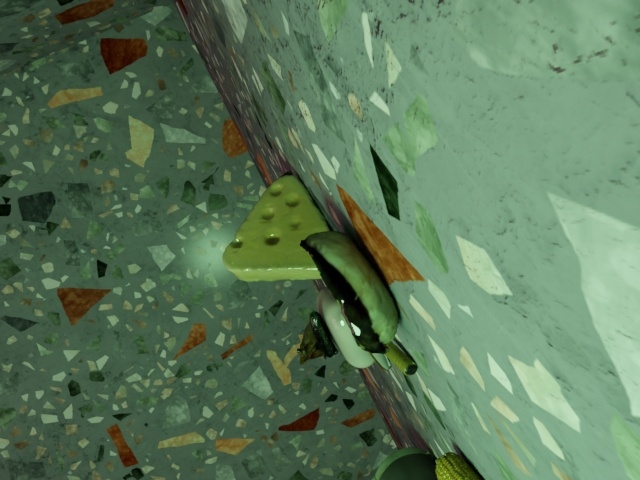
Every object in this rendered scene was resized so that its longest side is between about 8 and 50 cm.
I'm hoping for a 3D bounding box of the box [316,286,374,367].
[{"bbox_3d":[0.099,0.337,1.717,0.288,0.141,0.349,63,173,-12],"label":"box"}]

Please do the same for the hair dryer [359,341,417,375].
[{"bbox_3d":[0.180,0.287,1.233,0.279,0.090,0.135,36,151,62],"label":"hair dryer"}]

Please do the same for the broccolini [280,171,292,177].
[{"bbox_3d":[-0.110,-0.210,1.661,0.194,0.054,0.052,61,-152,-62],"label":"broccolini"}]

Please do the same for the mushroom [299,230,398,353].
[{"bbox_3d":[0.083,0.105,1.063,0.344,0.130,0.247,60,-171,32],"label":"mushroom"}]

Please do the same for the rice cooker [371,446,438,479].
[{"bbox_3d":[0.356,0.962,1.623,0.288,0.288,0.277,65,171,-20],"label":"rice cooker"}]

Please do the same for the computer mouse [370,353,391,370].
[{"bbox_3d":[0.171,0.330,1.454,0.245,0.056,0.126,63,-173,-16],"label":"computer mouse"}]

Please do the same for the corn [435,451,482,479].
[{"bbox_3d":[0.364,0.613,1.031,0.091,0.091,0.260,28,-179,-14],"label":"corn"}]

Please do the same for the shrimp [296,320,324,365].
[{"bbox_3d":[-0.028,0.415,1.729,0.154,0.062,0.294,66,-152,-11],"label":"shrimp"}]

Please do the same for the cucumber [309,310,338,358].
[{"bbox_3d":[0.007,0.371,1.670,0.067,0.067,0.245,53,168,56],"label":"cucumber"}]

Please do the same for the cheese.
[{"bbox_3d":[-0.117,-0.044,1.419,0.384,0.384,0.104,59,180,27],"label":"cheese"}]
